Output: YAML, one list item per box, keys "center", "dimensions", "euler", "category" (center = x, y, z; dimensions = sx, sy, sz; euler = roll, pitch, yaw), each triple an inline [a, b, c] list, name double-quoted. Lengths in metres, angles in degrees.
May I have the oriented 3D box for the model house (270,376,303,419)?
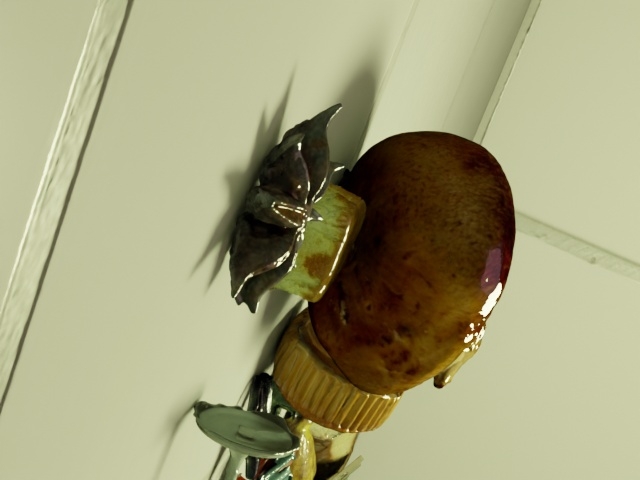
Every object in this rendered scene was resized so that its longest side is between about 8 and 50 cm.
- center: [-0.035, 0.224, 1.842]
  dimensions: [0.066, 0.083, 0.079]
  euler: [102, 14, -62]
  category: "model house"

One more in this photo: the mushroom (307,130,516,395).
- center: [0.133, 0.025, 1.633]
  dimensions: [0.345, 0.259, 0.346]
  euler: [-38, -137, 45]
  category: "mushroom"

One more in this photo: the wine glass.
- center: [-0.112, 0.299, 1.379]
  dimensions: [0.156, 0.156, 0.232]
  euler: [-33, 143, -75]
  category: "wine glass"

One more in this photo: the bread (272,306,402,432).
- center: [0.024, 0.179, 1.755]
  dimensions: [0.104, 0.199, 0.199]
  euler: [-60, 175, 22]
  category: "bread"

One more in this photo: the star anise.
- center: [-0.040, -0.026, 1.185]
  dimensions: [0.180, 0.061, 0.205]
  euler: [-50, 162, -60]
  category: "star anise"

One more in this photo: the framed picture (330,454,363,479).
- center: [-0.050, 0.495, 2.256]
  dimensions: [0.281, 0.019, 0.209]
  euler: [-48, 169, 34]
  category: "framed picture"

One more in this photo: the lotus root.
- center: [-0.050, 0.351, 2.108]
  dimensions: [0.108, 0.094, 0.191]
  euler: [-120, -152, -50]
  category: "lotus root"

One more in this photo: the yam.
- center: [0.001, 0.340, 2.274]
  dimensions: [0.238, 0.129, 0.128]
  euler: [105, -16, -56]
  category: "yam"

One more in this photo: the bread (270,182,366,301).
- center: [0.000, 0.000, 1.490]
  dimensions: [0.128, 0.069, 0.140]
  euler: [-50, 163, -66]
  category: "bread"

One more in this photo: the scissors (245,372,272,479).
- center: [-0.091, 0.325, 1.694]
  dimensions: [0.109, 0.022, 0.300]
  euler: [4, 91, -82]
  category: "scissors"

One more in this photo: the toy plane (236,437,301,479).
- center: [-0.115, 0.407, 1.776]
  dimensions: [0.326, 0.104, 0.223]
  euler: [-52, 165, -57]
  category: "toy plane"
